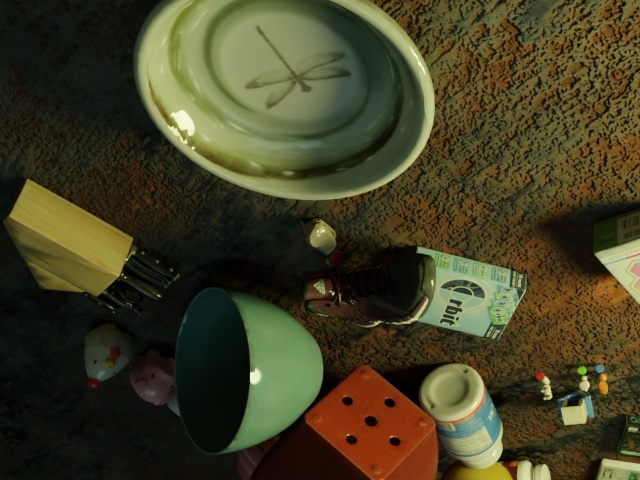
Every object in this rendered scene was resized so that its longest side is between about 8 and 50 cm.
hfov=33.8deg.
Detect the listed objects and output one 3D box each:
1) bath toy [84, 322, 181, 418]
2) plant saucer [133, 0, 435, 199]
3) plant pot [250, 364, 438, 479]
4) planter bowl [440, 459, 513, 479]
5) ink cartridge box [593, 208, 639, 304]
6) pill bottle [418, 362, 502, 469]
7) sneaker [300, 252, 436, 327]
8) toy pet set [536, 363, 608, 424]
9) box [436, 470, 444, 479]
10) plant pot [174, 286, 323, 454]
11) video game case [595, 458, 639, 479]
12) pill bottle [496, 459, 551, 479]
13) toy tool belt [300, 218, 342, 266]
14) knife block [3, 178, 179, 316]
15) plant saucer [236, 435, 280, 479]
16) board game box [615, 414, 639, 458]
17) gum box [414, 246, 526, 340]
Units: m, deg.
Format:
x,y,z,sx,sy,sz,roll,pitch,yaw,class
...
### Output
x,y,z,sx,sy,sz,roll,pitch,yaw,class
-0.322,0.291,2.110,0.348,0.129,0.151,32,139,-21,bath toy
-0.044,-0.218,1.400,0.401,0.100,0.400,8,142,6,plant saucer
0.068,0.392,1.951,0.267,0.267,0.235,39,140,18,plant pot
0.313,0.489,2.101,0.217,0.090,0.217,5,157,2,planter bowl
0.511,0.039,1.588,0.109,0.062,0.209,-21,131,36,ink cartridge box
0.274,0.340,1.993,0.124,0.124,0.221,-5,140,23,pill bottle
0.058,0.082,1.679,0.163,0.106,0.281,8,161,-22,sneaker
0.467,0.273,1.922,0.122,0.065,0.114,-9,102,23,toy pet set
0.203,0.604,2.332,0.038,0.145,0.186,31,140,-24,box
-0.112,0.231,1.882,0.196,0.290,0.290,4,150,-32,plant pot
0.642,0.503,2.174,0.143,0.019,0.157,6,141,9,video game case
0.397,0.502,2.192,0.152,0.086,0.086,-10,137,26,pill bottle
0.000,0.000,1.715,0.083,0.052,0.051,51,167,-34,toy tool belt
-0.383,0.020,1.816,0.242,0.088,0.275,2,141,13,knife block
-0.055,0.512,2.178,0.332,0.084,0.332,40,179,1,plant saucer
0.666,0.384,2.009,0.186,0.026,0.126,7,142,8,board game box
0.231,0.091,1.757,0.185,0.041,0.157,14,142,-1,gum box
